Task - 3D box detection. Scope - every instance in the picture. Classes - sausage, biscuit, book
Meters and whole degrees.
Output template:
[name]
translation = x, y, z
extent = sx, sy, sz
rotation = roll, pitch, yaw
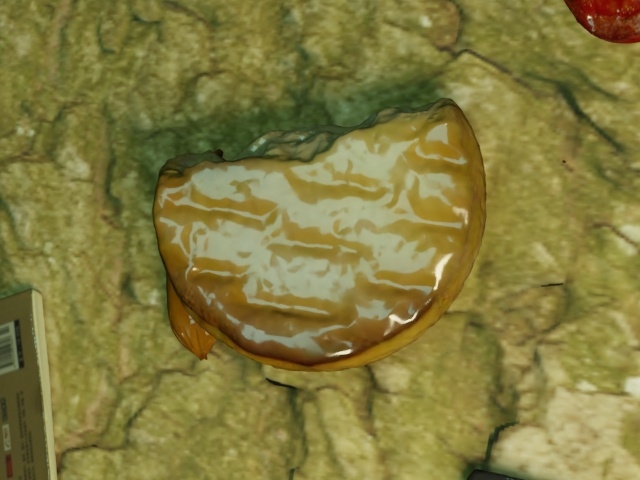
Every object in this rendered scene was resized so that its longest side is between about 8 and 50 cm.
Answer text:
[sausage]
translation = -0.102, 0.010, 1.534
extent = 0.062, 0.054, 0.183
rotation = -11, 68, 61
[biscuit]
translation = 0.000, 0.000, 1.447
extent = 0.274, 0.091, 0.213
rotation = -5, 79, 13
[book]
translation = -0.373, 0.187, 1.649
extent = 0.310, 0.021, 0.217
rotation = -18, 67, 23

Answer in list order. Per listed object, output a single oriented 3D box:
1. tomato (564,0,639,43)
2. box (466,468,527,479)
[tomato]
translation = 0.254, -0.232, 1.391
extent = 0.139, 0.091, 0.159
rotation = 33, 119, 44
[box]
translation = 0.150, 0.242, 1.339
extent = 0.126, 0.027, 0.125
rotation = 15, 85, 30
